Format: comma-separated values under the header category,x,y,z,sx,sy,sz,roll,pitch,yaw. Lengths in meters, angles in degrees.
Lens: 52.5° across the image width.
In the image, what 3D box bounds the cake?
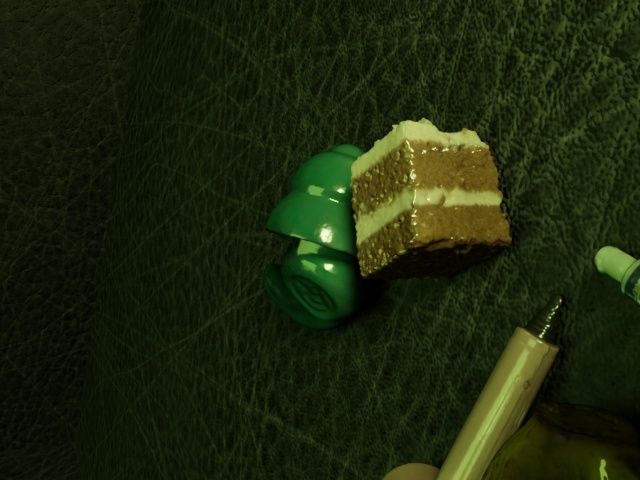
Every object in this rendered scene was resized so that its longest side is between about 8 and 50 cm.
category,x,y,z,sx,sy,sz,roll,pitch,yaw
cake,0.114,-0.041,0.723,0.134,0.135,0.147,-40,55,54

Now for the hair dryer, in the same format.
category,x,y,z,sx,sy,sz,roll,pitch,yaw
hair dryer,0.165,0.208,0.667,0.344,0.106,0.189,-63,1,6

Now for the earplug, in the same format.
category,x,y,z,sx,sy,sz,roll,pitch,yaw
earplug,0.006,0.002,0.924,0.257,0.163,0.280,-42,-29,-83

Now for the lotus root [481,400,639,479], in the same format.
category,x,y,z,sx,sy,sz,roll,pitch,yaw
lotus root,0.212,0.279,0.511,0.193,0.193,0.291,-10,75,58

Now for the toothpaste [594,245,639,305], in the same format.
category,x,y,z,sx,sy,sz,roll,pitch,yaw
toothpaste,0.305,0.063,0.500,0.216,0.037,0.062,43,123,45
